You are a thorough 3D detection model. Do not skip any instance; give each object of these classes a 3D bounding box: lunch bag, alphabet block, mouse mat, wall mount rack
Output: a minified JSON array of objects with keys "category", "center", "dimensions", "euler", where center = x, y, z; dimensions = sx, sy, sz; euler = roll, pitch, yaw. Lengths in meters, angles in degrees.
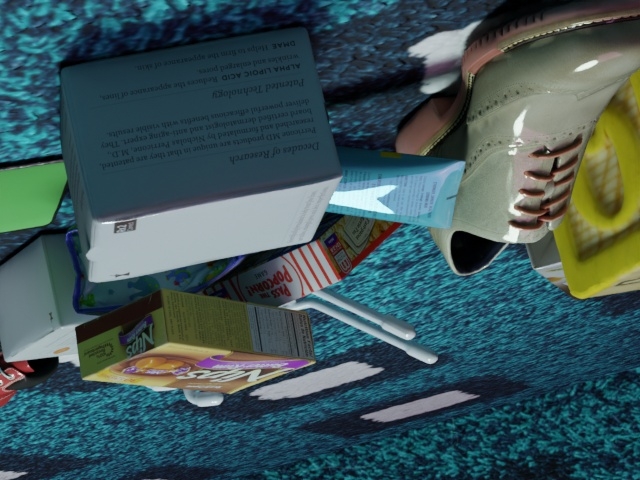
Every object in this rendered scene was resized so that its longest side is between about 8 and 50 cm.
[{"category":"lunch bag","center":[-0.136,0.012,1.545],"dimensions":[0.151,0.096,0.129],"euler":[-4,-175,4]},{"category":"alphabet block","center":[0.316,-0.072,1.506],"dimensions":[0.197,0.192,0.193],"euler":[-8,164,-27]},{"category":"mouse mat","center":[-0.287,-0.029,1.475],"dimensions":[0.153,0.007,0.189],"euler":[-9,167,-17]},{"category":"wall mount rack","center":[-0.040,0.101,1.995],"dimensions":[0.304,0.130,0.350],"euler":[-15,168,7]}]

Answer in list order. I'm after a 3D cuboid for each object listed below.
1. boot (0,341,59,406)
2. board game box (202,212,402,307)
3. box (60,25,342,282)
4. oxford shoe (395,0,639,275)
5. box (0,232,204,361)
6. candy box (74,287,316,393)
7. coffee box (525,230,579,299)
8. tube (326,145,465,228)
[{"category":"boot","center":[-0.418,0.159,1.966],"dimensions":[0.244,0.088,0.176],"euler":[-12,169,-46]},{"category":"board game box","center":[0.000,0.000,1.624],"dimensions":[0.147,0.045,0.193],"euler":[-24,-169,38]},{"category":"box","center":[-0.093,-0.059,1.299],"dimensions":[0.182,0.119,0.181],"euler":[-11,167,-11]},{"category":"oxford shoe","center":[0.179,-0.081,1.413],"dimensions":[0.141,0.146,0.397],"euler":[-10,166,-16]},{"category":"box","center":[-0.209,0.050,1.693],"dimensions":[0.171,0.091,0.130],"euler":[-4,165,-36]},{"category":"candy box","center":[-0.106,0.090,1.526],"dimensions":[0.109,0.053,0.187],"euler":[-23,157,35]},{"category":"coffee box","center":[0.254,-0.031,1.715],"dimensions":[0.098,0.141,0.246],"euler":[-17,166,14]},{"category":"tube","center":[0.009,-0.050,1.431],"dimensions":[0.207,0.052,0.080],"euler":[8,143,1]}]
